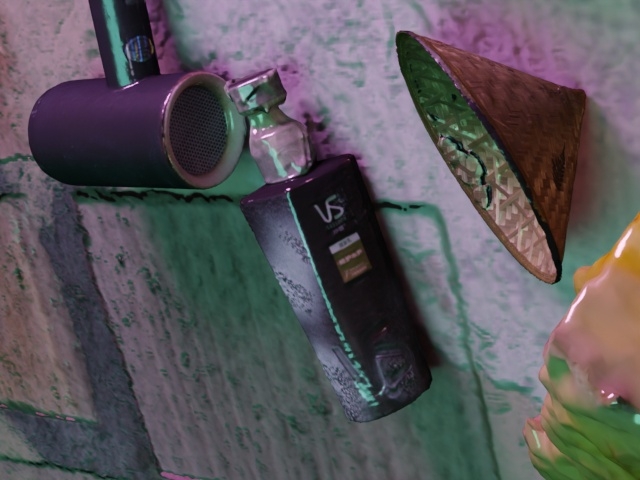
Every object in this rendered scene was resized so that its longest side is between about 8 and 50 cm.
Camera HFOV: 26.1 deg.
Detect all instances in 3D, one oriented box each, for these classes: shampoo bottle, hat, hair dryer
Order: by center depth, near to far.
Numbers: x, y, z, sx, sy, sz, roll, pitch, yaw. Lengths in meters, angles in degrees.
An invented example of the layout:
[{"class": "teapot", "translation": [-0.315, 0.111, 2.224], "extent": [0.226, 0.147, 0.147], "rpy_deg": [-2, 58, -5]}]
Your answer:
[{"class": "hat", "translation": [0.102, -0.056, 0.676], "extent": [0.146, 0.067, 0.146], "rpy_deg": [58, 177, 4]}, {"class": "shampoo bottle", "translation": [-0.001, 0.000, 0.790], "extent": [0.063, 0.057, 0.208], "rpy_deg": [-11, 106, 50]}, {"class": "hair dryer", "translation": [-0.132, -0.153, 0.813], "extent": [0.128, 0.070, 0.255], "rpy_deg": [0, 107, 40]}]

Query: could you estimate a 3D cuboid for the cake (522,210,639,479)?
[{"class": "cake", "translation": [0.238, 0.019, 0.480], "extent": [0.227, 0.286, 0.222], "rpy_deg": [30, 164, 22]}]
